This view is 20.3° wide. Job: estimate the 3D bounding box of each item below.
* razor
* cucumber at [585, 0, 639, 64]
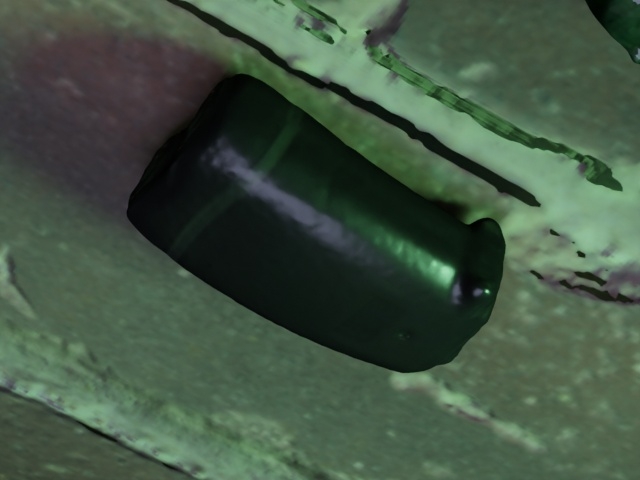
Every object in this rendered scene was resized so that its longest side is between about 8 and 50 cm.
[{"bbox_3d":[0.000,0.000,0.727,0.148,0.054,0.090,32,135,-16],"label":"razor"},{"bbox_3d":[0.118,-0.123,0.537,0.062,0.116,0.115,-6,152,-48],"label":"cucumber"}]
